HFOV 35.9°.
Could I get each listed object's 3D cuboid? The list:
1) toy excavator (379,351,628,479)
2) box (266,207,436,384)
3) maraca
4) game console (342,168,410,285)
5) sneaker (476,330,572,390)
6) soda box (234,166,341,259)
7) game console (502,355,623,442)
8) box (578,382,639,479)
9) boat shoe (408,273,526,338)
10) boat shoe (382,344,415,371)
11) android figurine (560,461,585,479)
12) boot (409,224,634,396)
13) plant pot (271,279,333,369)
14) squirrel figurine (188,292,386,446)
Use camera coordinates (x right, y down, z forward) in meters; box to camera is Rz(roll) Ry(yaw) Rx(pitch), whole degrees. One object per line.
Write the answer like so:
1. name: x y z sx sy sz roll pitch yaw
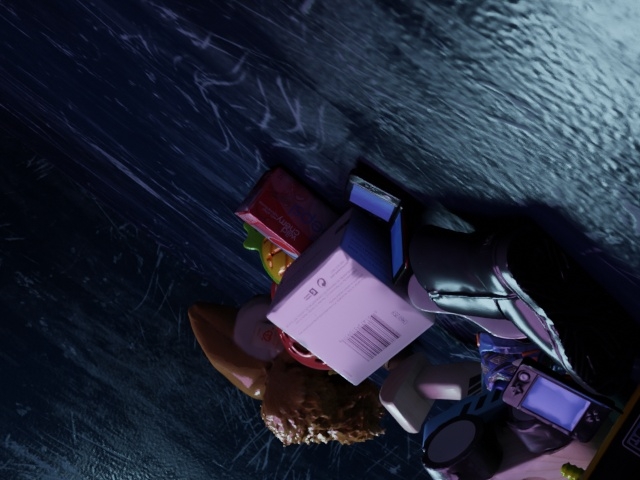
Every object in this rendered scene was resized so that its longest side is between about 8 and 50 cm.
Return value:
1. toy excavator: 0.272 0.278 1.541 0.222 0.433 0.445 51 -153 -16
2. box: 0.052 0.081 1.443 0.182 0.181 0.119 39 -147 -12
3. maraca: -0.050 0.007 1.646 0.186 0.127 0.099 39 180 23
4. game console: 0.071 -0.016 1.299 0.124 0.085 0.144 29 167 4
5. sneaker: 0.294 0.163 1.270 0.083 0.087 0.221 7 173 -34
6. soda box: 0.000 0.000 1.546 0.263 0.092 0.083 38 170 -14
7. game console: 0.286 0.196 1.184 0.122 0.107 0.071 28 -148 8
8. box: 0.462 0.333 1.138 0.322 0.257 0.079 33 166 18
9. boat shoe: 0.219 0.075 1.304 0.070 0.077 0.219 2 -171 -44
10. boat shoe: 0.154 0.224 2.003 0.095 0.095 0.257 29 178 7
11. android figurine: 0.413 0.364 1.208 0.273 0.248 0.056 23 166 20
12. boot: 0.232 0.074 1.170 0.246 0.094 0.207 47 161 -18
13. plant pot: 0.008 0.111 1.744 0.191 0.191 0.174 32 158 20
14. squirrel figurine: -0.033 0.273 2.088 0.397 0.281 0.370 64 -171 25
